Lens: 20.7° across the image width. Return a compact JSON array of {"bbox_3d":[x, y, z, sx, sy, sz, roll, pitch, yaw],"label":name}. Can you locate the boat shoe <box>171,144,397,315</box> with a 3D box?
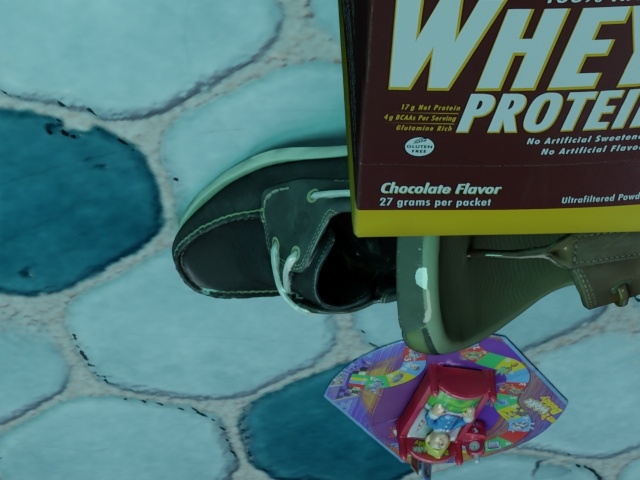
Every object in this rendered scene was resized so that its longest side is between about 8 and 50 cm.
[{"bbox_3d":[0.000,0.000,0.930,0.233,0.079,0.084,-10,129,41],"label":"boat shoe"}]

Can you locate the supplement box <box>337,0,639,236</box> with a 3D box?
[{"bbox_3d":[0.075,-0.134,0.695,0.129,0.191,0.194,-1,143,-2],"label":"supplement box"}]

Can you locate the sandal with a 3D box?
[{"bbox_3d":[0.136,-0.022,0.838,0.086,0.120,0.303,8,-165,41],"label":"sandal"}]

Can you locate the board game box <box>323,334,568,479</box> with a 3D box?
[{"bbox_3d":[0.088,0.121,1.173,0.133,0.033,0.168,-21,141,22],"label":"board game box"}]
